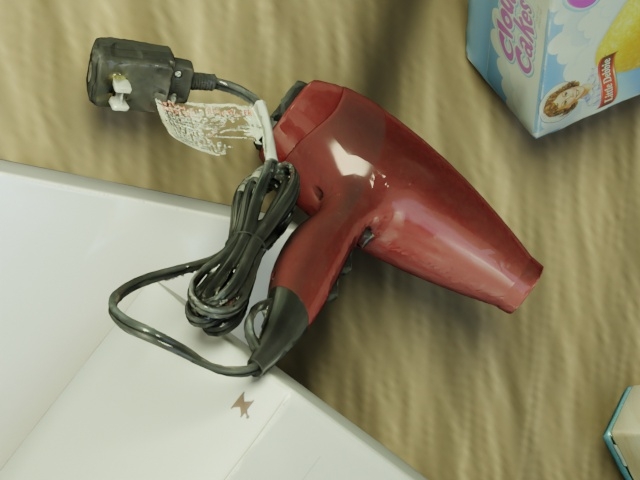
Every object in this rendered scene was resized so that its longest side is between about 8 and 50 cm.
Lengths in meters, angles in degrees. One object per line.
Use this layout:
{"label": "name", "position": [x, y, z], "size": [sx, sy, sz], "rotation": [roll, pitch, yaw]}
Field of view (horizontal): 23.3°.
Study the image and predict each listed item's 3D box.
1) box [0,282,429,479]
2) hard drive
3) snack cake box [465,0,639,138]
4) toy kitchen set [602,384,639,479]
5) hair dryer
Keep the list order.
{"label": "box", "position": [-0.018, 0.217, 0.935], "size": [0.215, 0.168, 0.345], "rotation": [-52, 128, -4]}
{"label": "hard drive", "position": [-0.153, 0.120, 0.960], "size": [0.210, 0.040, 0.319], "rotation": [11, 103, -24]}
{"label": "snack cake box", "position": [0.172, -0.193, 0.885], "size": [0.152, 0.089, 0.264], "rotation": [-25, 148, -13]}
{"label": "toy kitchen set", "position": [0.169, 0.216, 1.108], "size": [0.207, 0.166, 0.122], "rotation": [-54, 125, -40]}
{"label": "hair dryer", "position": [0.000, 0.000, 0.893], "size": [0.293, 0.223, 0.080], "rotation": [6, 144, -29]}
